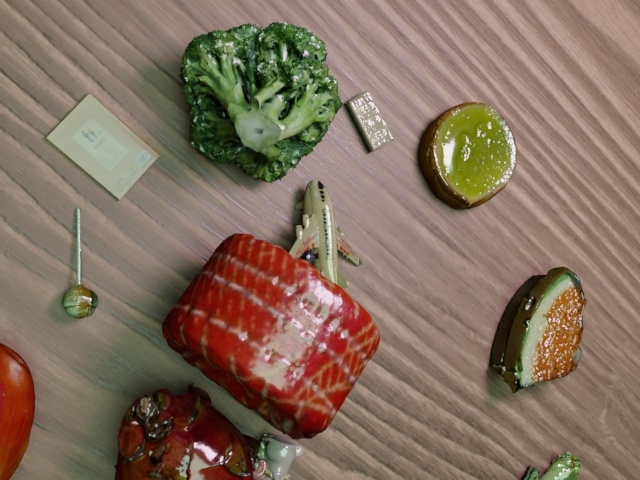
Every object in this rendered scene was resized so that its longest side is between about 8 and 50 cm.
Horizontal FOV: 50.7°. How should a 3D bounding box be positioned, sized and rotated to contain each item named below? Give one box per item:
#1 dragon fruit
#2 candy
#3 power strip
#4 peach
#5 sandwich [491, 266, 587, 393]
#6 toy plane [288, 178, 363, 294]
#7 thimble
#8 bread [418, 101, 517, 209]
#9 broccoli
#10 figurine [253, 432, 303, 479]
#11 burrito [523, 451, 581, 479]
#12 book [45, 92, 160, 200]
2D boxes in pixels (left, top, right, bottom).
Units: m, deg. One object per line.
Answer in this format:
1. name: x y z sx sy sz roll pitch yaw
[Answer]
1. dragon fruit: -0.229 0.410 1.191 0.315 0.250 0.250 43 75 1
2. candy: -0.436 0.040 1.222 0.061 0.061 0.202 0 80 -20
3. power strip: 0.102 -0.252 1.423 0.056 0.032 0.123 -31 98 -19
4. peach: -0.590 0.283 1.062 0.281 0.238 0.281 -6 67 14
5. sandwich: 0.503 0.200 1.520 0.212 0.109 0.292 13 87 -25
6. toy plane: 0.000 0.000 1.338 0.229 0.092 0.244 1 71 -53
7. thimble: -0.088 0.172 1.192 0.350 0.350 0.230 41 71 -14
8. bread: 0.326 -0.186 1.482 0.236 0.070 0.236 1 88 -21
9. broccoli: -0.112 -0.250 1.221 0.308 0.275 0.307 2 116 4
10. figurine: -0.101 0.457 1.323 0.098 0.081 0.146 18 86 26
11. burrito: 0.485 0.586 1.529 0.288 0.054 0.104 -44 101 -14
12. book: -0.401 -0.174 1.253 0.172 0.012 0.118 43 76 -14
